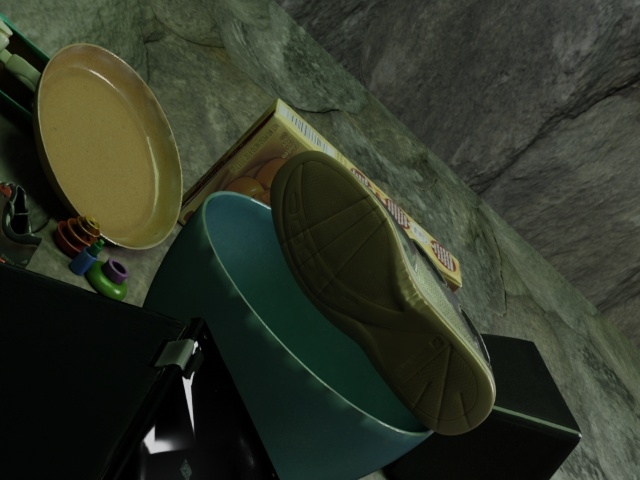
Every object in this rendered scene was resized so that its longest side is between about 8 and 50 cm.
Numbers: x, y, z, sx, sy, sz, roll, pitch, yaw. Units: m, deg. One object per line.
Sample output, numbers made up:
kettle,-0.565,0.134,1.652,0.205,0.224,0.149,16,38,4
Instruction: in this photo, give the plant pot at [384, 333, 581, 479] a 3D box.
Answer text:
plant pot,0.163,0.214,1.747,0.167,0.187,0.188,23,25,-25

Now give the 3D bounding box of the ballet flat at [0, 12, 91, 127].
ballet flat,-0.341,-0.199,1.624,0.247,0.083,0.087,39,-18,-27

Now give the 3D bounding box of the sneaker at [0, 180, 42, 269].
sneaker,-0.301,-0.036,1.386,0.158,0.065,0.061,54,18,27

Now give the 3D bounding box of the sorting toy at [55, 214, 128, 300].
sorting toy,-0.225,0.012,1.499,0.102,0.042,0.061,47,16,4

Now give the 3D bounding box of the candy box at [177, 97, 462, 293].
candy box,0.000,0.000,1.831,0.316,0.183,0.087,42,17,-11

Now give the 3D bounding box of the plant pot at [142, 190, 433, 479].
plant pot,-0.061,0.126,1.349,0.290,0.195,0.290,41,16,-15

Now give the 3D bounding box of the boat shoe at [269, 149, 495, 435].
boat shoe,0.058,0.045,1.323,0.285,0.103,0.092,52,12,8

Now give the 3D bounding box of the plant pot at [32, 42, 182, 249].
plant pot,-0.236,-0.099,1.620,0.236,0.032,0.236,37,44,-46

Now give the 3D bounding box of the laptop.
laptop,-0.204,0.215,0.898,0.408,0.236,0.382,66,25,-23
